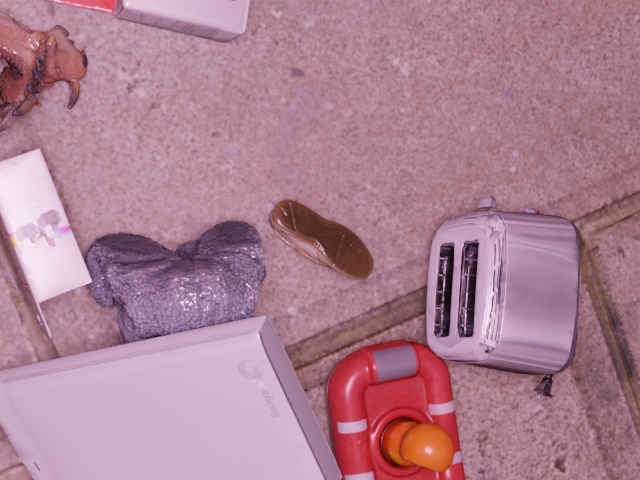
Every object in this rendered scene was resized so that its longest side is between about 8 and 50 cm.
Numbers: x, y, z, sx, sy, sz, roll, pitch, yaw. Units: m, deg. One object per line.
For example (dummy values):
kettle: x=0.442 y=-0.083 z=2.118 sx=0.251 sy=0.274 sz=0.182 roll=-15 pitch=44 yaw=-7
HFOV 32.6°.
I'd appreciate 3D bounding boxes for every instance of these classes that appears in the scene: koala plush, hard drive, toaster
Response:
koala plush: x=-0.136 y=0.113 z=1.143 sx=0.196 sy=0.203 sz=0.221 roll=-6 pitch=107 yaw=-14
hard drive: x=-0.157 y=0.191 z=1.078 sx=0.308 sy=0.040 sz=0.203 roll=-13 pitch=116 yaw=21
toaster: x=0.210 y=0.067 z=1.268 sx=0.147 sy=0.129 sz=0.226 roll=10 pitch=81 yaw=-33

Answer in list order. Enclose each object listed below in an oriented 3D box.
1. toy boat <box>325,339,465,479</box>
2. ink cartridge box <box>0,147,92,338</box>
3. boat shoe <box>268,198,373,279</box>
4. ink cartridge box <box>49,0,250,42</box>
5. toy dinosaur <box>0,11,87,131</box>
toy boat: x=0.100 y=0.232 z=1.232 sx=0.151 sy=0.151 sz=0.231 roll=-10 pitch=92 yaw=-19
ink cartridge box: x=-0.287 y=0.003 z=1.122 sx=0.062 sy=0.104 sz=0.181 roll=-22 pitch=97 yaw=-18
boat shoe: x=0.000 y=0.000 z=1.254 sx=0.135 sy=0.045 sz=0.050 roll=37 pitch=70 yaw=-11
ink cartridge box: x=-0.191 y=-0.387 z=1.180 sx=0.261 sy=0.066 sz=0.296 roll=9 pitch=86 yaw=-20
toy dinosaur: x=-0.386 y=-0.164 z=1.085 sx=0.296 sy=0.127 sz=0.200 roll=-33 pitch=107 yaw=-11
